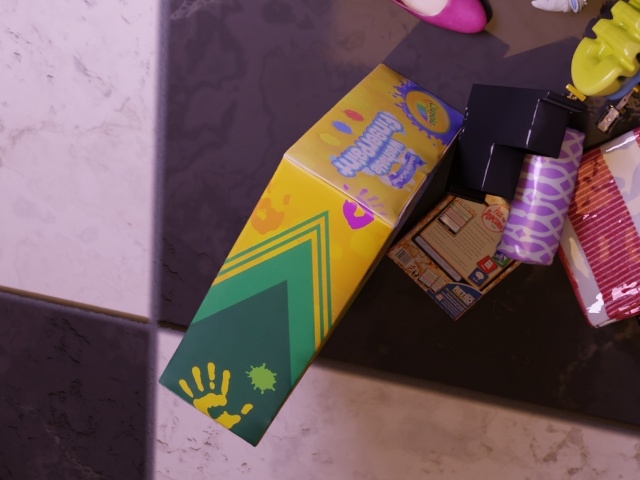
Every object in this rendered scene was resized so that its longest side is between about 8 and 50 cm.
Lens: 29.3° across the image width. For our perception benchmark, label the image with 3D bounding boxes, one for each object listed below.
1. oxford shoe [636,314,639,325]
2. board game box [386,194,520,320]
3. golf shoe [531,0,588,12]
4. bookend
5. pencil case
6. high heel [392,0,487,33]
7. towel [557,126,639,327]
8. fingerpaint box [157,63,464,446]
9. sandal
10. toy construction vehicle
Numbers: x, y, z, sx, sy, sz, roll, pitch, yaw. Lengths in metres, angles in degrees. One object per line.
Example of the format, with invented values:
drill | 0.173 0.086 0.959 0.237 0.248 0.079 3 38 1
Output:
oxford shoe | 0.512 0.122 1.744 0.096 0.083 0.227 -25 99 -1
board game box | 0.215 0.003 1.795 0.147 0.045 0.193 45 118 -3
golf shoe | 0.302 -0.383 1.598 0.086 0.069 0.176 0 111 24
bookend | 0.256 -0.121 1.626 0.072 0.157 0.156 14 91 -33
pencil case | 0.302 -0.064 1.689 0.086 0.088 0.206 13 97 -25
high heel | 0.113 -0.346 1.642 0.244 0.117 0.082 38 118 0
towel | 0.470 -0.042 1.661 0.329 0.037 0.237 -25 82 25
fingerpaint box | 0.000 0.000 1.639 0.163 0.445 0.371 33 118 3
sandal | 0.464 -0.298 1.564 0.138 0.126 0.317 25 116 -29
toy construction vehicle | 0.378 -0.194 1.672 0.086 0.035 0.098 39 116 12
